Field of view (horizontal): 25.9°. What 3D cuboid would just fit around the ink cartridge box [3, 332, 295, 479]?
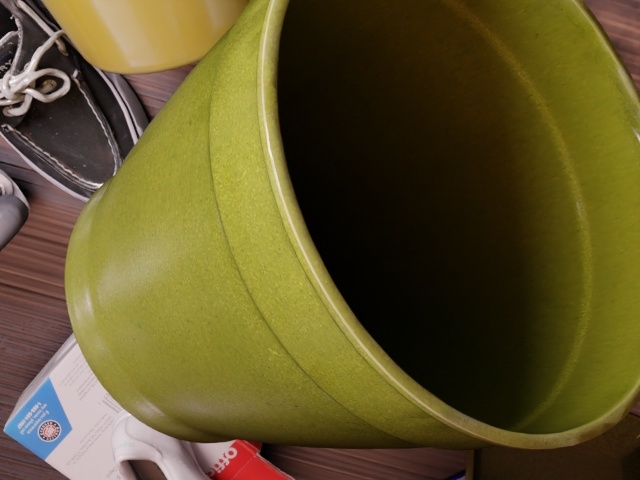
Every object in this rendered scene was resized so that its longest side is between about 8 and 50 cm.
[{"bbox_3d":[-0.144,0.175,1.240,0.231,0.078,0.134,39,109,-12],"label":"ink cartridge box"}]

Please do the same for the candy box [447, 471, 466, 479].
[{"bbox_3d":[0.204,0.388,1.207,0.122,0.268,0.317,-27,108,16],"label":"candy box"}]

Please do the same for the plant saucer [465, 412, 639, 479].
[{"bbox_3d":[0.202,0.199,1.181,0.188,0.188,0.045,22,123,-6],"label":"plant saucer"}]

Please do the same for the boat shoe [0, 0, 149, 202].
[{"bbox_3d":[-0.245,-0.142,1.106,0.113,0.105,0.306,-28,107,13],"label":"boat shoe"}]

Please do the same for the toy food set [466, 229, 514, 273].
[{"bbox_3d":[0.125,0.024,1.151,0.105,0.111,0.232,13,107,-1],"label":"toy food set"}]

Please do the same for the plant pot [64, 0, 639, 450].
[{"bbox_3d":[0.000,0.000,1.003,0.353,0.366,0.366,-25,112,46],"label":"plant pot"}]

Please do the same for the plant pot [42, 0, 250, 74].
[{"bbox_3d":[-0.137,-0.262,0.995,0.254,0.254,0.239,-14,126,8],"label":"plant pot"}]

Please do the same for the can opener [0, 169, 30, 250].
[{"bbox_3d":[-0.354,0.040,1.196,0.074,0.093,0.280,40,113,-13],"label":"can opener"}]

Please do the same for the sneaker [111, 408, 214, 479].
[{"bbox_3d":[-0.104,0.236,1.170,0.080,0.094,0.212,-39,106,14],"label":"sneaker"}]
